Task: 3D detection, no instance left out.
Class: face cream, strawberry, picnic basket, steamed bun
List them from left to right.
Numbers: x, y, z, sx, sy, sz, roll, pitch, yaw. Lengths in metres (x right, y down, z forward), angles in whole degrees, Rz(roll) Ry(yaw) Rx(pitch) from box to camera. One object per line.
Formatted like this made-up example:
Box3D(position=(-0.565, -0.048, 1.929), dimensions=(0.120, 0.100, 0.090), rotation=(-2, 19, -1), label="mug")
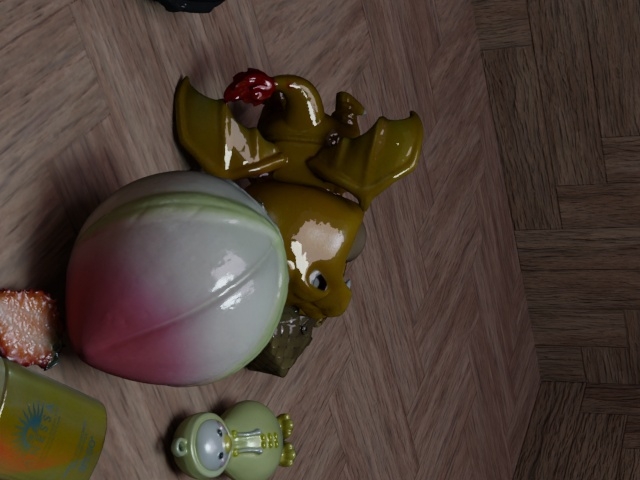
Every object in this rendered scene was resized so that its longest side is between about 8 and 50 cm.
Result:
Box3D(position=(-0.373, 0.226, 1.246), dimensions=(0.285, 0.067, 0.139), rotation=(44, 58, -56), label="face cream")
Box3D(position=(-0.377, 0.106, 1.277), dimensions=(0.152, 0.048, 0.103), rotation=(47, 53, -43), label="strawberry")
Box3D(position=(-0.211, 0.070, 1.359), dimensions=(0.309, 0.309, 0.309), rotation=(-1, 90, -65), label="steamed bun")
Box3D(position=(-0.069, 0.139, 1.820), dimensions=(0.178, 0.128, 0.137), rotation=(-44, 133, -35), label="picnic basket")

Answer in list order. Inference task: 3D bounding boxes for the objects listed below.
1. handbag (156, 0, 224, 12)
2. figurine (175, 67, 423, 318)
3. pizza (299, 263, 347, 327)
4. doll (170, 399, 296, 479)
Box3D(position=(-0.216, -0.483, 1.591), dimensions=(0.308, 0.093, 0.253), rotation=(-23, 111, -63), label="handbag")
Box3D(position=(-0.066, -0.087, 1.698), dimensions=(0.268, 0.401, 0.387), rotation=(132, -32, -71), label="figurine")
Box3D(position=(0.000, 0.000, 2.047), dimensions=(0.251, 0.074, 0.287), rotation=(-50, 134, -58), label="pizza")
Box3D(position=(-0.142, 0.334, 1.671), dimensions=(0.296, 0.117, 0.141), rotation=(15, 72, -64), label="doll")
